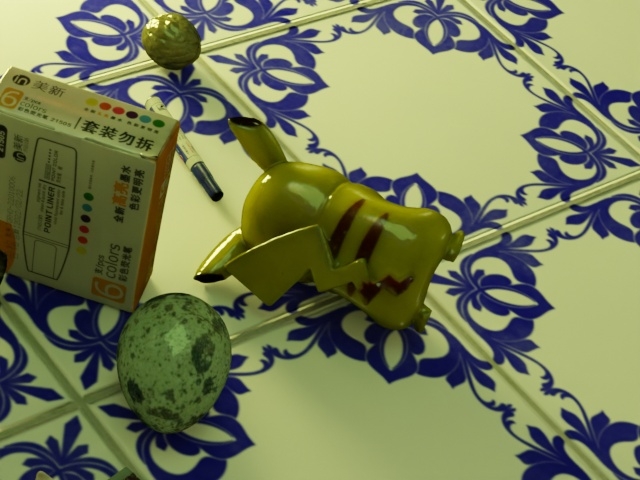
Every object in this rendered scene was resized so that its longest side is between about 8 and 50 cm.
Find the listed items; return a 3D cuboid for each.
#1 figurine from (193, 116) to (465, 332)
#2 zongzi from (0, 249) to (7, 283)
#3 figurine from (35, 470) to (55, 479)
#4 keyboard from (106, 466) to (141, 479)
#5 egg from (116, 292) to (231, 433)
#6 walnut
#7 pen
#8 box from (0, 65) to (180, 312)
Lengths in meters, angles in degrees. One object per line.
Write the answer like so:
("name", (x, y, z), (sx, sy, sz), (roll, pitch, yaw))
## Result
("figurine", (0.007, 0.003, 2.100), (0.327, 0.218, 0.169), (24, 1, 18))
("zongzi", (-0.551, 0.005, 1.964), (0.289, 0.154, 0.317), (24, -6, -33))
("figurine", (-0.255, 0.313, 1.718), (0.146, 0.081, 0.098), (35, 48, -3))
("keyboard", (-0.253, 0.301, 1.800), (0.055, 0.017, 0.166), (38, 46, 22))
("egg", (-0.169, 0.141, 1.913), (0.132, 0.132, 0.172), (9, 55, -8))
("walnut", (-0.214, -0.287, 2.396), (0.092, 0.092, 0.092), (9, 42, -8))
("pen", (-0.187, -0.125, 2.273), (0.025, 0.025, 0.204), (-14, 51, -29))
("box", (-0.294, -0.056, 1.984), (0.221, 0.274, 0.091), (17, 45, 4))
